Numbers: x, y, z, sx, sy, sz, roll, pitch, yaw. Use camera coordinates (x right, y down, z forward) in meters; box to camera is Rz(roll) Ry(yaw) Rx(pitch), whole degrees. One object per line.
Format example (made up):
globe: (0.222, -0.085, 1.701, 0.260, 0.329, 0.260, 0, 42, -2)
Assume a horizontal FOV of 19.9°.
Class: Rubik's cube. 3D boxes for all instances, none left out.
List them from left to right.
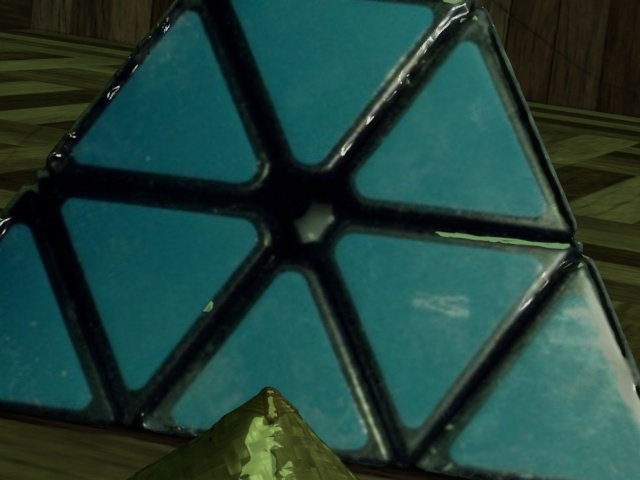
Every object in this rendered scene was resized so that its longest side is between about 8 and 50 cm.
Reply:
Rubik's cube: (-0.001, -0.002, 0.761, 0.233, 0.228, 0.229, 40, -49, -23)

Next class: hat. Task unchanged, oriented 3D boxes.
hat: (-0.019, 0.074, 0.530, 0.146, 0.067, 0.146, 6, 10, -1)
